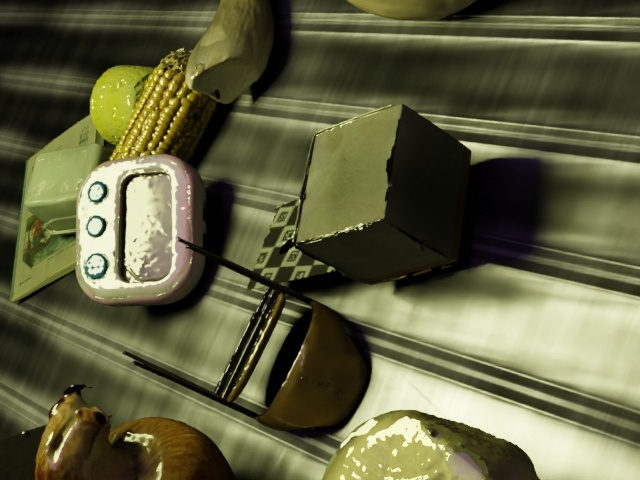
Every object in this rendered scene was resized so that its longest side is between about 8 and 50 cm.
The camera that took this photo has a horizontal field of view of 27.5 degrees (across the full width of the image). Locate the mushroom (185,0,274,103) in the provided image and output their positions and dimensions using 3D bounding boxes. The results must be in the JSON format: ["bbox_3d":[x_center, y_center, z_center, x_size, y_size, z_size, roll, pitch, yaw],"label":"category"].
[{"bbox_3d":[-0.118,-0.299,1.878,0.108,0.096,0.247,-2,55,21],"label":"mushroom"}]

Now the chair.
[{"bbox_3d":[-0.083,0.121,1.525,0.158,0.247,0.172,-65,13,-3],"label":"chair"}]

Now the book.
[{"bbox_3d":[-0.435,-0.055,2.163,0.215,0.025,0.282,-28,50,35],"label":"book"}]

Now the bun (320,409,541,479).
[{"bbox_3d":[0.110,0.284,1.206,0.259,0.152,0.259,-14,70,45],"label":"bun"}]

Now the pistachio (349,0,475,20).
[{"bbox_3d":[0.093,-0.377,1.608,0.226,0.207,0.332,-24,41,-21],"label":"pistachio"}]

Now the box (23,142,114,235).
[{"bbox_3d":[-0.377,-0.084,2.030,0.172,0.093,0.124,-8,61,33],"label":"box"}]

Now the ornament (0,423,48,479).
[{"bbox_3d":[-0.398,0.345,1.818,0.196,0.166,0.153,141,114,-70],"label":"ornament"}]

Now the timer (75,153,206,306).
[{"bbox_3d":[-0.249,-0.012,1.819,0.191,0.069,0.208,-5,77,21],"label":"timer"}]

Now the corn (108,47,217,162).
[{"bbox_3d":[-0.243,-0.134,1.921,0.317,0.115,0.115,-60,37,8],"label":"corn"}]

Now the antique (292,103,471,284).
[{"bbox_3d":[0.075,-0.043,1.450,0.147,0.148,0.151,-14,57,44],"label":"antique"}]

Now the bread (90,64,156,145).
[{"bbox_3d":[-0.288,-0.213,2.027,0.114,0.111,0.129,1,73,42],"label":"bread"}]

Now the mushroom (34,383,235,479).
[{"bbox_3d":[-0.256,0.352,1.506,0.345,0.260,0.345,-29,48,37],"label":"mushroom"}]

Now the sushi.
[{"bbox_3d":[0.000,0.000,1.609,0.201,0.031,0.139,-13,47,45],"label":"sushi"}]
